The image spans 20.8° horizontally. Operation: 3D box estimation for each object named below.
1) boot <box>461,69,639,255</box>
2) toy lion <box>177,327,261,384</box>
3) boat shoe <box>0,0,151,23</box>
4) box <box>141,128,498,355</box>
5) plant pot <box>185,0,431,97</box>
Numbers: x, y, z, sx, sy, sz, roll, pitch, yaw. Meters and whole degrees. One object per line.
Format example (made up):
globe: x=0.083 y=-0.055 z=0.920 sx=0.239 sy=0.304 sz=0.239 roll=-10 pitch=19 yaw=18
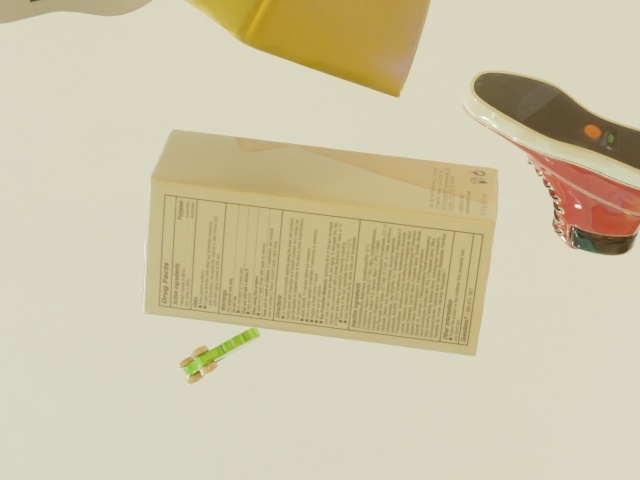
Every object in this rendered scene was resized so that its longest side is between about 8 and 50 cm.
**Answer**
boot: x=0.247 y=-0.074 z=1.890 sx=0.244 sy=0.088 sz=0.176 roll=26 pitch=-39 yaw=3
toy lion: x=-0.122 y=0.139 z=2.180 sx=0.096 sy=0.034 sz=0.100 roll=-27 pitch=-5 yaw=-26
boat shoe: x=-0.192 y=-0.195 z=1.309 sx=0.142 sy=0.040 sz=0.049 roll=-6 pitch=-59 yaw=-1
box: x=0.000 y=0.000 z=1.593 sx=0.311 sy=0.121 sz=0.148 roll=9 pitch=-62 yaw=3
plant pot: x=-0.014 y=-0.270 z=1.495 sx=0.212 sy=0.212 sz=0.187 roll=13 pitch=-68 yaw=-49
